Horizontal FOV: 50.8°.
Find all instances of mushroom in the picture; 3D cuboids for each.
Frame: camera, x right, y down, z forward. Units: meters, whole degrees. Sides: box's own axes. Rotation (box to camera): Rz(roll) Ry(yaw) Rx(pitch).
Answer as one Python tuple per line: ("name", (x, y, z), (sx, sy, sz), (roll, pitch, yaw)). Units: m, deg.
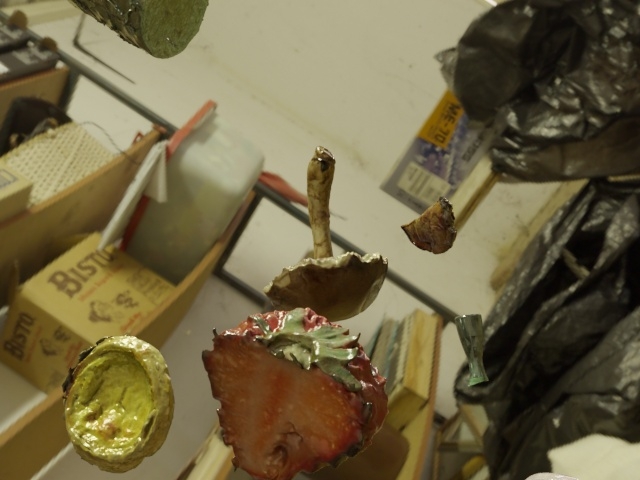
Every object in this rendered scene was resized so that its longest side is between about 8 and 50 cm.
("mushroom", (0.030, 0.018, 1.275), (0.233, 0.207, 0.302), (111, 179, -66))

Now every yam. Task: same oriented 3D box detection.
("yam", (-0.365, -0.483, 1.309), (0.202, 0.271, 0.201), (-47, -19, -25))

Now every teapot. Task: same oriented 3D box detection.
("teapot", (0.241, 0.173, 1.063), (0.043, 0.042, 0.111), (123, 142, -73))

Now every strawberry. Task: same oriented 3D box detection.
("strawberry", (-0.017, 0.222, 0.977), (0.150, 0.253, 0.280), (-50, -40, -53))

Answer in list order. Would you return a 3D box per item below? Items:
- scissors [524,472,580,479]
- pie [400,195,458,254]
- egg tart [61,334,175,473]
("scissors", (0.287, 0.244, 0.590), (0.030, 0.118, 0.242), (-13, -16, -48))
("pie", (0.204, -0.019, 1.218), (0.034, 0.092, 0.170), (-29, -9, -25))
("egg tart", (-0.399, 0.327, 1.359), (0.279, 0.278, 0.095), (-57, -29, 0))
